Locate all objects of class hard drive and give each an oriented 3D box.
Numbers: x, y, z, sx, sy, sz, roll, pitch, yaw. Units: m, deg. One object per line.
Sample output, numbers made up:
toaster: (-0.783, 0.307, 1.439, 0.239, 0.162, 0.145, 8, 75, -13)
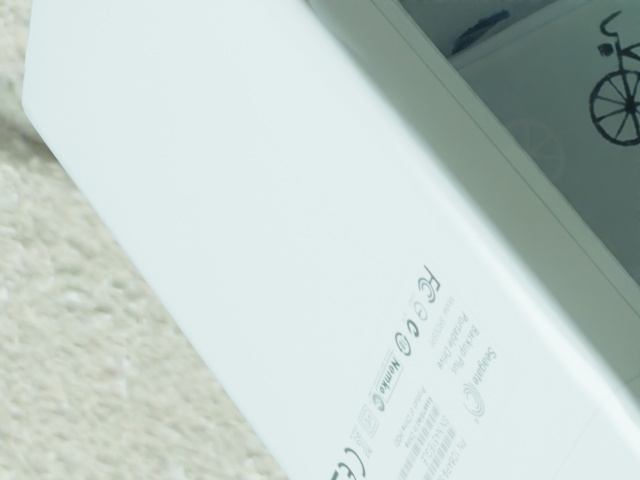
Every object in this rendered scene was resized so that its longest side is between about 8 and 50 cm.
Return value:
hard drive: (0.000, 0.000, 0.763, 0.353, 0.047, 0.233, 52, 150, 22)

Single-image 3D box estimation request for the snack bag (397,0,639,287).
snack bag: (0.118, -0.101, 0.758, 0.323, 0.037, 0.342, -24, 97, 36)
